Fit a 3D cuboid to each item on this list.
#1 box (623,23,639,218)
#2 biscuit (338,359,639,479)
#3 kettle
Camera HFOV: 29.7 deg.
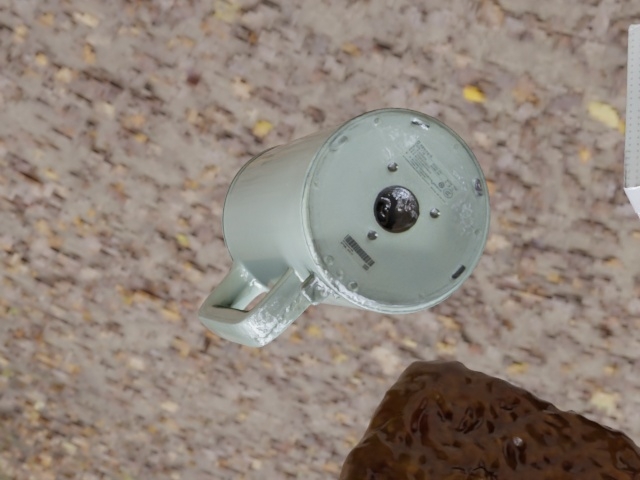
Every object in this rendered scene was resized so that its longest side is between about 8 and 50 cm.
[{"bbox_3d":[0.454,-0.114,1.521,0.095,0.210,0.330,-1,164,22],"label":"box"},{"bbox_3d":[0.199,0.326,1.352,0.395,0.342,0.166,22,132,15],"label":"biscuit"},{"bbox_3d":[0.015,0.001,1.323,0.205,0.264,0.318,15,175,-21],"label":"kettle"}]
